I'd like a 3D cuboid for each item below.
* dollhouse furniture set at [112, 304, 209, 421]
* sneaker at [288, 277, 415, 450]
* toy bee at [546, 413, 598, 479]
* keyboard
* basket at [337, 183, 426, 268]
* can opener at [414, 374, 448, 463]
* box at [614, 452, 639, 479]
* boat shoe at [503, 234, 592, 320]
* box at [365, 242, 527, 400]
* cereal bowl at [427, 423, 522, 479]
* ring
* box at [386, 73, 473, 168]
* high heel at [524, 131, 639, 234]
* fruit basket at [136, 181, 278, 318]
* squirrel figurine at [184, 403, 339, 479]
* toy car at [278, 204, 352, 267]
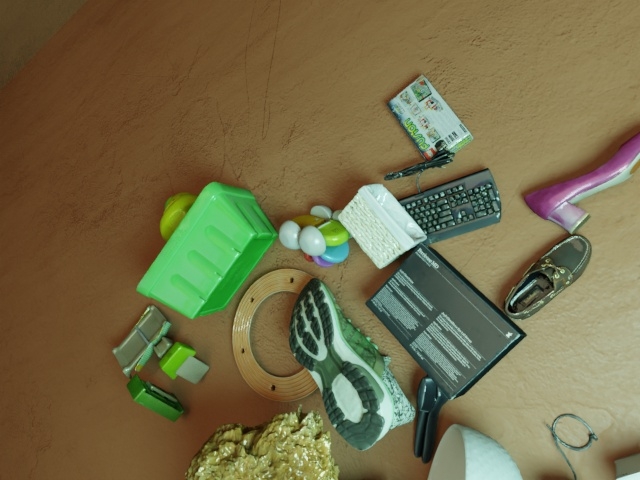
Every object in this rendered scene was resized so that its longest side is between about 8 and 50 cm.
[{"bbox_3d":[-0.476,0.357,1.351,0.197,0.151,0.302,-51,38,-12],"label":"dollhouse furniture set"},{"bbox_3d":[0.065,0.254,0.986,0.158,0.182,0.410,-51,44,23],"label":"sneaker"},{"bbox_3d":[0.408,0.465,0.725,0.195,0.162,0.298,-34,64,23],"label":"toy bee"},{"bbox_3d":[0.229,-0.091,1.016,0.318,0.033,0.201,-20,82,26],"label":"keyboard"},{"bbox_3d":[0.134,-0.031,0.991,0.103,0.113,0.167,-45,77,26],"label":"basket"},{"bbox_3d":[0.219,0.364,0.926,0.059,0.073,0.185,-151,67,-73],"label":"can opener"},{"bbox_3d":[0.538,0.418,0.673,0.091,0.130,0.170,-33,64,22],"label":"box"},{"bbox_3d":[0.433,0.072,0.852,0.073,0.073,0.207,44,101,32],"label":"boat shoe"},{"bbox_3d":[0.251,0.160,0.925,0.184,0.103,0.261,-51,58,16],"label":"box"},{"bbox_3d":[0.254,0.490,0.733,0.141,0.339,0.338,15,87,9],"label":"cereal bowl"},{"bbox_3d":[-0.093,0.241,1.161,0.337,0.032,0.335,-7,75,29],"label":"ring"},{"bbox_3d":[0.254,-0.284,1.063,0.114,0.036,0.206,-37,63,20],"label":"box"},{"bbox_3d":[0.512,-0.135,0.852,0.117,0.082,0.244,47,112,32],"label":"high heel"},{"bbox_3d":[-0.350,-0.017,1.258,0.393,0.283,0.391,0,90,18],"label":"fruit basket"},{"bbox_3d":[-0.052,0.519,0.869,0.371,0.281,0.396,7,127,28],"label":"squirrel figurine"},{"bbox_3d":[0.000,0.000,1.100,0.182,0.159,0.136,15,125,45],"label":"toy car"}]
